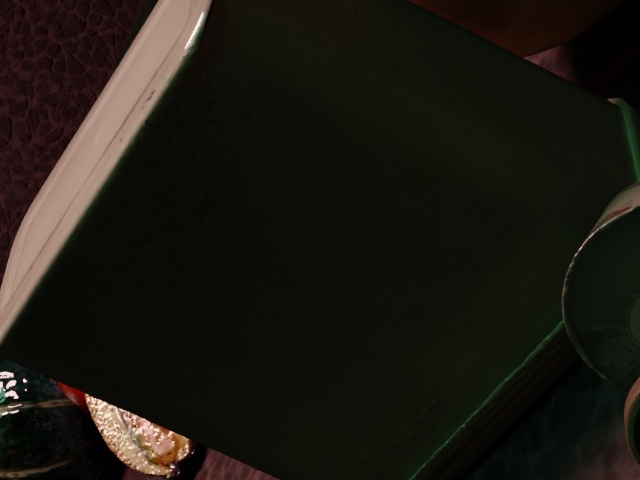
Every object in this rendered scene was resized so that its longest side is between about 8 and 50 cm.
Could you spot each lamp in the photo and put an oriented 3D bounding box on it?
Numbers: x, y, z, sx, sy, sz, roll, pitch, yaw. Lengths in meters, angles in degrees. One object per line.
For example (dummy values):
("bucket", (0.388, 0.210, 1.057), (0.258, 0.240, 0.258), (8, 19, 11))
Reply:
("lamp", (0.188, 0.041, 0.799), (0.121, 0.121, 0.215), (-55, 7, 27))

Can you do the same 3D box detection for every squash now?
("squash", (-0.363, 0.233, 1.952), (0.252, 0.165, 0.252), (167, 90, -89))

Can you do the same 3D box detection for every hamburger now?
("hamburger", (-0.198, 0.211, 1.701), (0.087, 0.176, 0.102), (-40, -26, -9))

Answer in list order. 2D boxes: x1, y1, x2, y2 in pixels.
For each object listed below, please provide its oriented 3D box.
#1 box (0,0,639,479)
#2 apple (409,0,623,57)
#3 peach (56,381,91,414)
("box", (0.000, 0.000, 1.041), (0.352, 0.343, 0.177), (-51, 24, 34))
("apple", (0.105, -0.331, 1.124), (0.346, 0.391, 0.391), (48, 115, 37))
("peach", (-0.248, 0.127, 1.826), (0.197, 0.197, 0.197), (-54, 20, 29))
